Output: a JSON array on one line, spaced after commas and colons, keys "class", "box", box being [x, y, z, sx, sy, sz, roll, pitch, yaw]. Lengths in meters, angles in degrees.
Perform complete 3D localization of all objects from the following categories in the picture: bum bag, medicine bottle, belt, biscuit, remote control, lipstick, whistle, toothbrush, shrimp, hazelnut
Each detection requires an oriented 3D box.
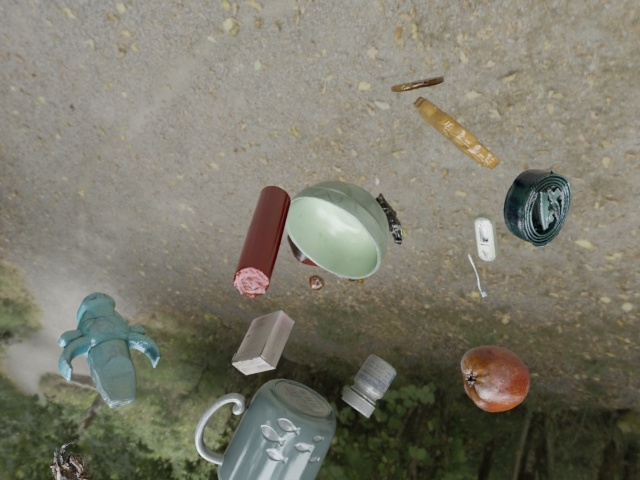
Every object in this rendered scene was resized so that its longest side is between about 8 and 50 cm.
[{"class": "bum bag", "box": [0.288, -0.098, 1.799, 0.069, 0.248, 0.102, -9, 142, -30]}, {"class": "medicine bottle", "box": [0.154, 0.452, 1.330, 0.105, 0.168, 0.105, 34, 164, 11]}, {"class": "belt", "box": [0.704, -0.101, 1.392, 0.116, 0.207, 0.267, -138, 35, -60]}, {"class": "biscuit", "box": [0.348, -0.561, 1.537, 0.188, 0.188, 0.027, 1, 114, 30]}, {"class": "remote control", "box": [0.649, -0.008, 1.674, 0.078, 0.042, 0.221, 10, 129, 40]}, {"class": "lipstick", "box": [-0.108, -0.011, 0.827, 0.073, 0.279, 0.073, 3, 127, 4]}, {"class": "whistle", "box": [-0.441, 0.215, 0.872, 0.186, 0.274, 0.093, 6, 127, -48]}, {"class": "toothbrush", "box": [0.534, 0.119, 1.459, 0.017, 0.014, 0.162, -22, 92, 28]}, {"class": "shrimp", "box": [-0.532, 0.479, 0.905, 0.075, 0.073, 0.190, -1, 140, -9]}, {"class": "hazelnut", "box": [-0.019, 0.225, 2.267, 0.086, 0.086, 0.086, 15, 148, 10]}, {"class": "biscuit", "box": [0.446, -0.366, 1.443, 0.312, 0.351, 0.057, 14, 121, -50]}]

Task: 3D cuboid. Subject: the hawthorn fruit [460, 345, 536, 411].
[{"class": "hawthorn fruit", "box": [0.644, 0.504, 1.551, 0.263, 0.235, 0.231, 4, 154, 24]}]

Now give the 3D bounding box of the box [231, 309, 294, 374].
[{"class": "box", "box": [-0.250, 0.445, 1.866, 0.203, 0.251, 0.106, -26, 119, 38]}]

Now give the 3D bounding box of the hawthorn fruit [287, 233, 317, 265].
[{"class": "hawthorn fruit", "box": [0.000, 0.000, 1.611, 0.250, 0.215, 0.215, 16, 156, -35]}]

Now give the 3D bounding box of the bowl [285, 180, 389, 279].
[{"class": "bowl", "box": [0.061, -0.050, 1.204, 0.307, 0.163, 0.307, 26, 149, 17]}]

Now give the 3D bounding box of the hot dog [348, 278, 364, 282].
[{"class": "hot dog", "box": [0.124, 0.120, 1.493, 0.072, 0.055, 0.188, 10, 173, 9]}]

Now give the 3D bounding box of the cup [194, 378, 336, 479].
[{"class": "cup", "box": [-0.151, 0.527, 1.159, 0.357, 0.274, 0.259, 26, -178, -11]}]
